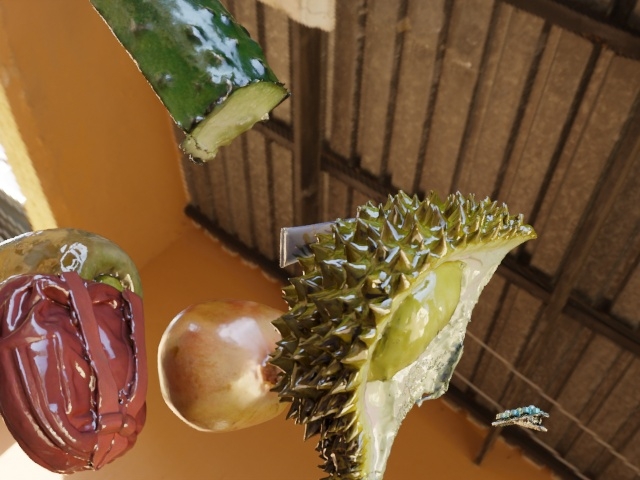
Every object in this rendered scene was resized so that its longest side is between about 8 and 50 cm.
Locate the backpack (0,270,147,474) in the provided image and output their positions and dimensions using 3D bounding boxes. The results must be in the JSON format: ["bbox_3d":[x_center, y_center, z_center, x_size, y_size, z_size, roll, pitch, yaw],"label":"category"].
[{"bbox_3d":[-0.269,0.146,0.793,0.229,0.139,0.229,-21,90,-82],"label":"backpack"}]

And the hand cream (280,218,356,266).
[{"bbox_3d":[0.000,0.000,1.551,0.271,0.058,0.091,-11,-103,46],"label":"hand cream"}]

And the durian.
[{"bbox_3d":[0.048,0.084,0.650,0.167,0.306,0.172,22,0,-27],"label":"durian"}]

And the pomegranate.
[{"bbox_3d":[-0.143,0.213,1.247,0.271,0.252,0.228,-6,-101,39],"label":"pomegranate"}]

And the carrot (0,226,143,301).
[{"bbox_3d":[-0.447,0.100,1.112,0.341,0.224,0.224,-7,-57,28],"label":"carrot"}]

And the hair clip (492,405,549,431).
[{"bbox_3d":[0.390,0.345,1.406,0.049,0.049,0.173,49,-23,-2],"label":"hair clip"}]

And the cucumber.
[{"bbox_3d":[-0.174,-0.248,0.809,0.325,0.145,0.105,52,-7,21],"label":"cucumber"}]
